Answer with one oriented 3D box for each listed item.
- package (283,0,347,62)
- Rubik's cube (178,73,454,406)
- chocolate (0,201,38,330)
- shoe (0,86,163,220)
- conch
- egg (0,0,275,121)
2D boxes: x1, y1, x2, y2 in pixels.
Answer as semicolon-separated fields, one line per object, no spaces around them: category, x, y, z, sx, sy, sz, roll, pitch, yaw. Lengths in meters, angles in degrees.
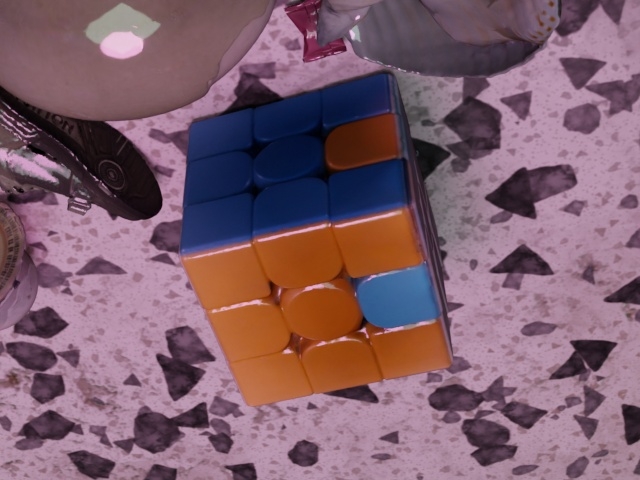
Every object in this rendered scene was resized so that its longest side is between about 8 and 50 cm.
package;-0.007;-0.269;1.664;0.059;0.029;0.083;-17;120;9
Rubik's cube;0.000;0.000;1.720;0.292;0.290;0.291;-13;129;8
chocolate;-0.482;0.059;1.852;0.221;0.221;0.147;-11;149;8
shoe;-0.360;-0.101;1.754;0.149;0.109;0.293;-35;120;30
conch;0.135;-0.335;1.497;0.303;0.215;0.319;32;155;-18
egg;-0.213;-0.275;1.492;0.336;0.278;0.278;-2;130;4
